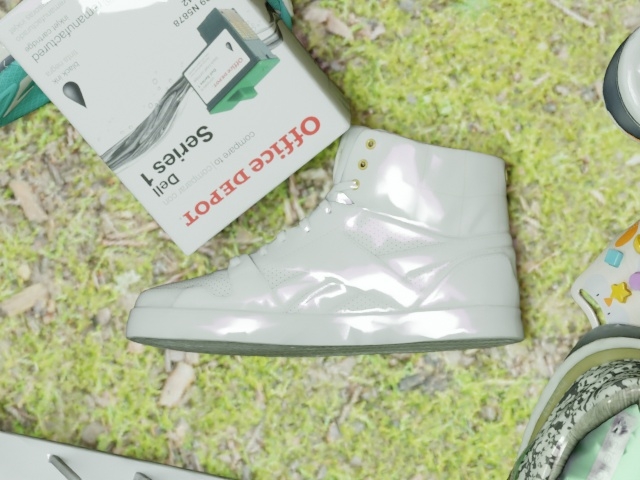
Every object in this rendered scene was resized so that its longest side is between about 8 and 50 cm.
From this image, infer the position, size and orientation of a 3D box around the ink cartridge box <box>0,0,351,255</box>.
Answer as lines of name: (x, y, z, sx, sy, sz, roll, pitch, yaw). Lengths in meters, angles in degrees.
ink cartridge box: (-0.103, -0.123, 1.235, 0.160, 0.092, 0.219, -39, 102, 9)

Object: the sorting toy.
sorting toy: (0.223, 0.038, 1.240, 0.075, 0.045, 0.083, -36, 77, 28)

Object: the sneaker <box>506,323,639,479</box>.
sneaker: (0.150, 0.251, 1.160, 0.158, 0.182, 0.410, 18, 90, 15)

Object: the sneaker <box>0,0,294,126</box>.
sneaker: (-0.152, -0.140, 1.315, 0.275, 0.107, 0.110, -21, 89, 11)

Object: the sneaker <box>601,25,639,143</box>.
sneaker: (0.350, -0.130, 1.183, 0.321, 0.127, 0.126, -6, 88, -5)

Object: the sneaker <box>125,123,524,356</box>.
sneaker: (0.000, 0.000, 1.267, 0.293, 0.108, 0.169, -3, 82, 5)

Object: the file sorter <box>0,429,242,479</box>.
file sorter: (-0.135, 0.256, 1.175, 0.278, 0.173, 0.192, 14, 88, -17)
